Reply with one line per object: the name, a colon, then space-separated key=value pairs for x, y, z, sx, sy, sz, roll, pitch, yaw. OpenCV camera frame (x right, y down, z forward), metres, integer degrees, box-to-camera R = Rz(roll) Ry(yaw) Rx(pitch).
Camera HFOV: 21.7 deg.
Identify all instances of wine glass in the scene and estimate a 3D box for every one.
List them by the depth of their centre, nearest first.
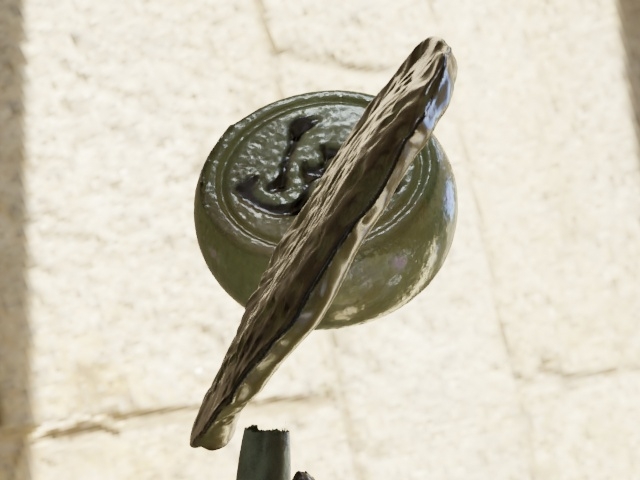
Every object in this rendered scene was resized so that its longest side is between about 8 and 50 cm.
wine glass: x=-0.064 y=0.322 z=1.791 sx=0.074 sy=0.074 sz=0.262 roll=5 pitch=88 yaw=-54

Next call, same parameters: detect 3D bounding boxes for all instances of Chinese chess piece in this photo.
Chinese chess piece: x=0.005 y=-0.032 z=1.575 sx=0.101 sy=0.250 sz=0.250 roll=80 pitch=20 yaw=-47

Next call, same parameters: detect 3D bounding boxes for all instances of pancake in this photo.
pancake: x=0.000 y=0.000 z=0.812 sx=0.029 sy=0.212 sz=0.235 roll=32 pitch=88 yaw=-5

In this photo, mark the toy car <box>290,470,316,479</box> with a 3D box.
toy car: x=-0.062 y=0.305 z=1.234 sx=0.190 sy=0.255 sz=0.188 roll=-13 pitch=65 yaw=-45
